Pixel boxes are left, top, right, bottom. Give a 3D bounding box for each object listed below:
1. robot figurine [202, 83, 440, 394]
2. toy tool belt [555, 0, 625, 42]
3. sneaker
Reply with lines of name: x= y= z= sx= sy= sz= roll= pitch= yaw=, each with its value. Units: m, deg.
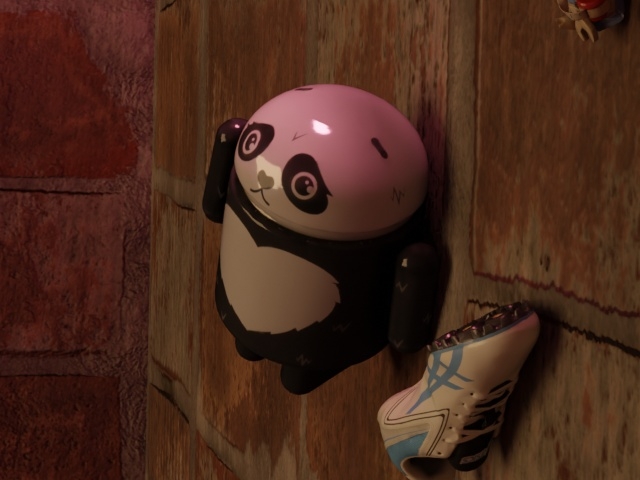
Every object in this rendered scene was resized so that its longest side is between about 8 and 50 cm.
robot figurine: x=-0.003 y=0.000 z=1.605 sx=0.173 sy=0.209 sz=0.278 roll=-84 pitch=4 yaw=-52
toy tool belt: x=0.170 y=-0.150 z=1.160 sx=0.083 sy=0.052 sz=0.051 roll=-101 pitch=-15 yaw=-52
sneaker: x=0.109 y=0.113 z=1.351 sx=0.086 sy=0.085 sz=0.237 roll=59 pitch=153 yaw=15
